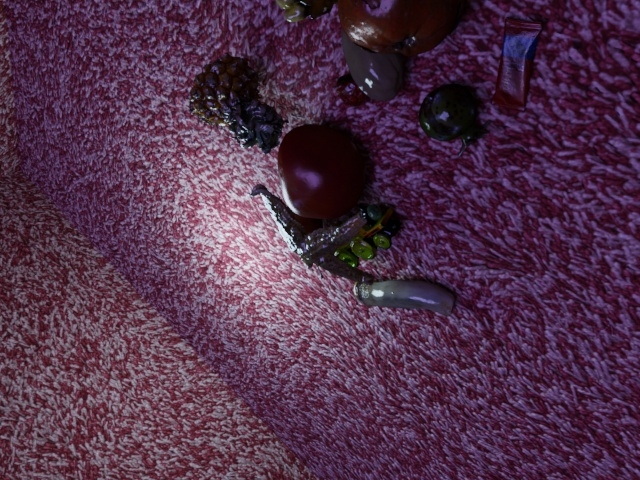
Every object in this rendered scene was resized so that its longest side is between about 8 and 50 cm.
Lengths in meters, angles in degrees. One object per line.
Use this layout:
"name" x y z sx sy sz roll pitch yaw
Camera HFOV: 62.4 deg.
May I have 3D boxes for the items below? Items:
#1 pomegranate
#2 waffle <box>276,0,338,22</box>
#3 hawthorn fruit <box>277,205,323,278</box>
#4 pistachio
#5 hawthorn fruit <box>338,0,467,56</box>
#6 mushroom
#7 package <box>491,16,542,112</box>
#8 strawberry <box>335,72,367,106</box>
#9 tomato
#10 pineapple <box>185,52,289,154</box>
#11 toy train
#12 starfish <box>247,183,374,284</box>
"pomegranate" 0.320 -0.294 1.277 0.169 0.148 0.148 44 138 -1
"waffle" -0.012 -0.687 1.131 0.095 0.380 0.382 14 133 20
"hawthorn fruit" -0.043 -0.001 1.807 0.165 0.165 0.286 8 135 38
"pistachio" 0.132 -0.459 1.335 0.136 0.135 0.226 -34 85 48
"hawthorn fruit" 0.165 -0.563 1.164 0.276 0.276 0.308 -27 69 48
"mushroom" 0.262 0.176 1.684 0.351 0.095 0.123 4 139 41
"package" 0.437 -0.391 1.188 0.083 0.022 0.201 22 132 30
"strawberry" 0.091 -0.410 1.431 0.106 0.106 0.106 23 130 30
"tomato" -0.010 -0.198 1.569 0.298 0.226 0.299 20 125 31
"pineapple" -0.219 -0.381 1.581 0.272 0.262 0.263 46 139 22
"toy train" 0.121 -0.017 1.652 0.160 0.100 0.296 44 140 -10
"starfish" 0.000 0.000 1.566 0.323 0.083 0.432 10 145 27
